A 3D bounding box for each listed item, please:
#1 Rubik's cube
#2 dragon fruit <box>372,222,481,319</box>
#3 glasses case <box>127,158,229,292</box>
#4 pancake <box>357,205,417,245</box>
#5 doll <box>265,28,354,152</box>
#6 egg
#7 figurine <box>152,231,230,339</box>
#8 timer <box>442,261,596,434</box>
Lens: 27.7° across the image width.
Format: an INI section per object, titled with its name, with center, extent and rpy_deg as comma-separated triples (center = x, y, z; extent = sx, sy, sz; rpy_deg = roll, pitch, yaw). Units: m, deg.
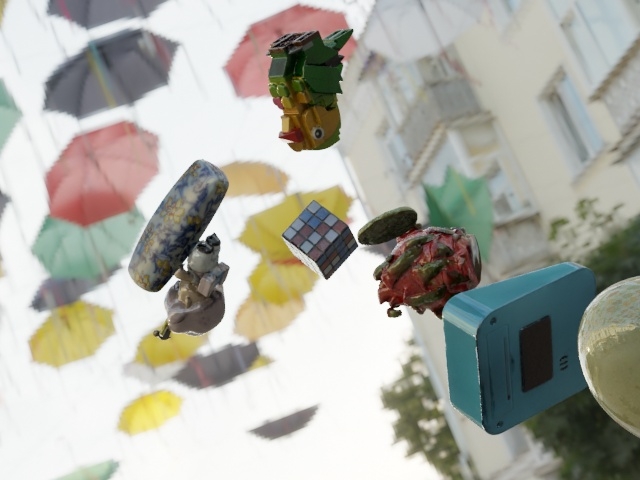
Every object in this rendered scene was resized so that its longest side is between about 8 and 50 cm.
[Rubik's cube]
center = 0.000, 0.000, 2.362
extent = 0.092, 0.092, 0.092
rpy_deg = -48, -27, -10
[dragon fruit]
center = 0.177, 0.053, 2.157
extent = 0.172, 0.160, 0.166
rpy_deg = -11, -21, 17
[glasses case]
center = -0.245, -0.025, 2.214
extent = 0.065, 0.087, 0.248
rpy_deg = 13, -64, -55
[pancake]
center = 0.103, -0.021, 2.015
extent = 0.108, 0.017, 0.108
rpy_deg = -18, -26, -9
[doll]
center = -0.015, -0.223, 1.915
extent = 0.134, 0.186, 0.106
rpy_deg = -3, 5, -41
[egg]
center = 0.390, 0.132, 1.433
extent = 0.254, 0.188, 0.188
rpy_deg = 28, -46, -27
[figurine]
center = -0.211, 0.090, 2.243
extent = 0.137, 0.112, 0.229
rpy_deg = -56, -13, -54
[timer]
center = 0.325, 0.162, 2.059
extent = 0.250, 0.091, 0.231
rpy_deg = -20, -61, -24
